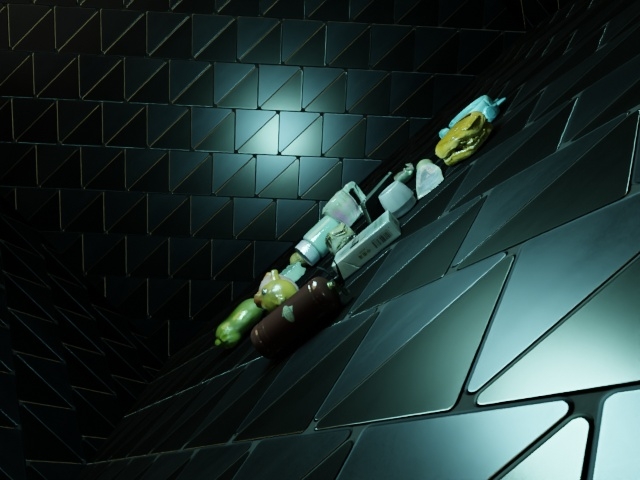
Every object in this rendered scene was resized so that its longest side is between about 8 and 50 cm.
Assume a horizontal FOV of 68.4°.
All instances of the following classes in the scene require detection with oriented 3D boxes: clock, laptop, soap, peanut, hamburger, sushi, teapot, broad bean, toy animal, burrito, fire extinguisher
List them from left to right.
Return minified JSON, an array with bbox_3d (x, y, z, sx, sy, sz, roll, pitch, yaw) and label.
[{"bbox_3d":[-0.360,0.368,2.103,0.238,0.119,0.291,-49,-1,38],"label":"broad bean"},{"bbox_3d":[-0.158,0.212,1.775,0.169,0.195,0.281,-3,3,-1],"label":"toy animal"},{"bbox_3d":[-0.151,0.171,2.345,0.114,0.063,0.198,-43,6,-18],"label":"soap"},{"bbox_3d":[-0.095,0.091,2.415,0.098,0.090,0.214,-39,4,-36],"label":"peanut"},{"bbox_3d":[-0.052,0.193,1.328,0.337,0.135,0.114,-40,13,18],"label":"fire extinguisher"},{"bbox_3d":[0.073,-0.007,1.957,0.134,0.109,0.273,-42,6,1],"label":"sushi"},{"bbox_3d":[0.129,-0.159,2.361,0.221,0.178,0.163,-50,3,-36],"label":"teapot"},{"bbox_3d":[0.231,-0.137,1.744,0.026,0.154,0.207,5,41,44],"label":"laptop"},{"bbox_3d":[0.318,-0.239,2.193,0.309,0.066,0.096,-43,9,26],"label":"burrito"},{"bbox_3d":[0.516,-0.364,1.682,0.214,0.108,0.214,-46,9,9],"label":"hamburger"},{"bbox_3d":[0.619,-0.495,1.920,0.274,0.094,0.223,-42,8,12],"label":"clock"}]

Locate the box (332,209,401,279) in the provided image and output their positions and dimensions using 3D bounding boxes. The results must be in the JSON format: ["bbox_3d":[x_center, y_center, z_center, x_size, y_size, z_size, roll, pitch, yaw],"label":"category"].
[{"bbox_3d":[0.153,0.013,1.558,0.243,0.067,0.155,-40,5,17],"label":"box"}]

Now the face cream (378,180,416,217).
[{"bbox_3d":[0.274,-0.146,1.679,0.117,0.104,0.117,-42,8,7],"label":"face cream"}]

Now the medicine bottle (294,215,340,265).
[{"bbox_3d":[0.000,0.000,2.216,0.225,0.139,0.139,-44,7,-12],"label":"medicine bottle"}]

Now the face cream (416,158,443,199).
[{"bbox_3d":[0.398,-0.227,1.737,0.114,0.070,0.224,-40,19,24],"label":"face cream"}]
